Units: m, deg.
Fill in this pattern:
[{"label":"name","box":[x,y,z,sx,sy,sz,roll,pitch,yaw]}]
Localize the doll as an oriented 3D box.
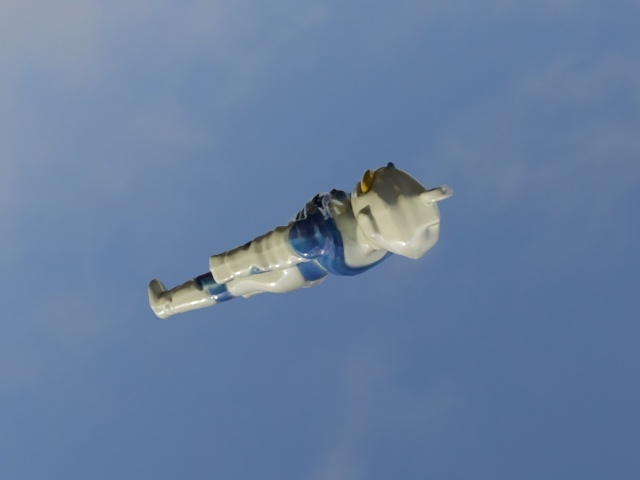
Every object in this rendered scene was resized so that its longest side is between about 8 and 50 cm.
[{"label":"doll","box":[0.000,0.000,0.813,0.227,0.114,0.057,-19,-100,43]}]
